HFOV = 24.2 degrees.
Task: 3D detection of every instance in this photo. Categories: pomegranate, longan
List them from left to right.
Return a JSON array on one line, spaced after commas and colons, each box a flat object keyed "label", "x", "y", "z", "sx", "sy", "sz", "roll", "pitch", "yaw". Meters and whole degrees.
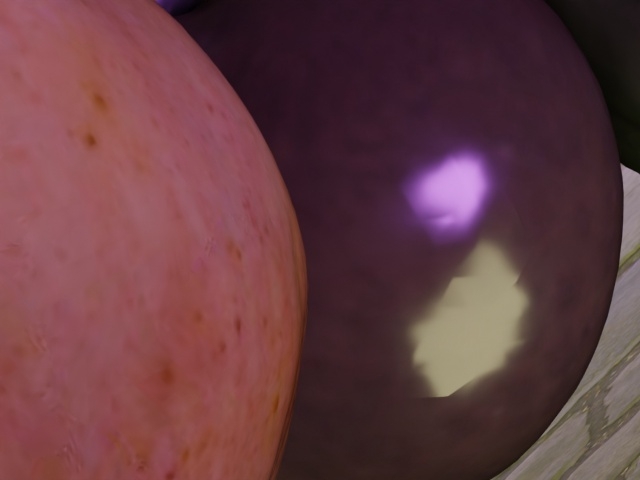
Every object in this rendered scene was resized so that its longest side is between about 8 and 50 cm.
[{"label": "pomegranate", "x": -0.138, "y": 0.060, "z": 0.450, "sx": 0.338, "sy": 0.338, "sz": 0.338, "roll": -35, "pitch": 155, "yaw": -19}, {"label": "longan", "x": 0.000, "y": 0.000, "z": 0.687, "sx": 0.300, "sy": 0.243, "sz": 0.300, "roll": -7, "pitch": 119, "yaw": -13}]

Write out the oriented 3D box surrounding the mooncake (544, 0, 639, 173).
[{"label": "mooncake", "x": 0.226, "y": -0.205, "z": 0.753, "sx": 0.356, "sy": 0.194, "sz": 0.356, "roll": -32, "pitch": 145, "yaw": -26}]
